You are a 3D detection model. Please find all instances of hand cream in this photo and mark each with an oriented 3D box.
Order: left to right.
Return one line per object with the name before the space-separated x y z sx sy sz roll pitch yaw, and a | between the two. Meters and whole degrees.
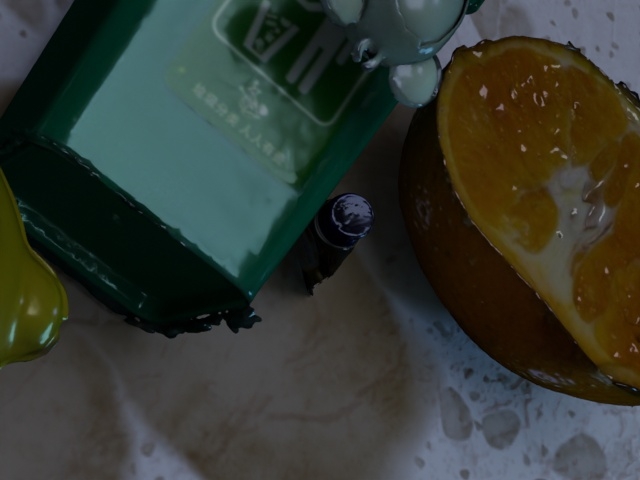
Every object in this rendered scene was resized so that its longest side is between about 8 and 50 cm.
hand cream | 0.000 0.000 1.118 0.039 0.163 0.062 -16 82 -18

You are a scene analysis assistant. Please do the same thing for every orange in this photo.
orange | 0.209 -0.006 1.213 0.310 0.274 0.274 23 55 12

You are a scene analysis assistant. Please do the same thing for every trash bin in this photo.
trash bin | -0.070 -0.142 1.060 0.259 0.295 0.381 41 66 -18

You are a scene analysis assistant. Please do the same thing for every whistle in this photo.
whistle | 0.081 -0.197 0.951 0.114 0.077 0.236 46 64 -27

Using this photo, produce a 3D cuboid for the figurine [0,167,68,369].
figurine | -0.313 -0.022 0.843 0.323 0.231 0.340 -37 86 -17
